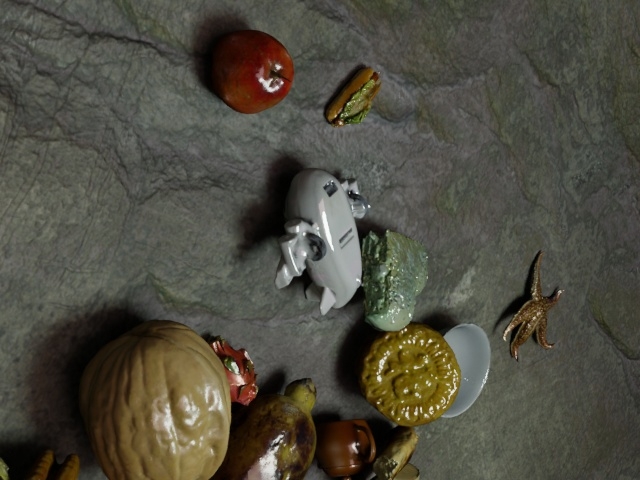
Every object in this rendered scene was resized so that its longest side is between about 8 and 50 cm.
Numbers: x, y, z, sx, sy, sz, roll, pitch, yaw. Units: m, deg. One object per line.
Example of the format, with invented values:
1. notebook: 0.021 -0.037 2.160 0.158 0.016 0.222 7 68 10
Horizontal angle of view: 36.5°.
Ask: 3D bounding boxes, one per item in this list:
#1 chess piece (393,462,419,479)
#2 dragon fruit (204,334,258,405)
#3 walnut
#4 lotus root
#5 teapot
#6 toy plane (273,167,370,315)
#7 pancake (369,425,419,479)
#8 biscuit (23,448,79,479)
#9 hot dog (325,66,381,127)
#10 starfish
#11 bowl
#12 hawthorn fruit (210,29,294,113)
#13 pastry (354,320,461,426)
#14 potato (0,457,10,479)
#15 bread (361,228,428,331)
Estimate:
1. chess piece: 0.158 0.503 1.895 0.066 0.066 0.122 -15 116 -38
2. dragon fruit: -0.144 0.204 1.526 0.081 0.086 0.116 -22 115 8
3. walnut: -0.230 0.245 1.380 0.224 0.225 0.261 -18 113 -37
4. lotus root: -0.100 0.352 1.564 0.169 0.141 0.314 46 72 -37
5. teapot: 0.043 0.371 1.702 0.116 0.173 0.116 12 68 -32
6. toy plane: 0.003 0.000 1.571 0.252 0.118 0.252 -12 104 -57
7. pancake: 0.089 0.427 1.760 0.244 0.057 0.266 -48 171 16
8. biscuit: -0.384 0.384 1.285 0.066 0.220 0.221 21 88 -7
9. hot dog: 0.060 -0.232 1.601 0.133 0.041 0.056 -51 129 -19
10. starfish: 0.455 0.144 2.055 0.213 0.057 0.238 -6 108 -48
11. bowl: 0.235 0.239 1.867 0.189 0.086 0.189 -13 109 -40
12. hawthorn fruit: -0.094 -0.251 1.410 0.125 0.140 0.125 14 63 -29
13. pastry: 0.154 0.232 1.723 0.103 0.188 0.189 57 54 -85
14. potato: -0.496 0.365 1.201 0.143 0.169 0.248 43 57 -7
15. bread: 0.131 0.051 1.689 0.173 0.064 0.232 64 33 -18
